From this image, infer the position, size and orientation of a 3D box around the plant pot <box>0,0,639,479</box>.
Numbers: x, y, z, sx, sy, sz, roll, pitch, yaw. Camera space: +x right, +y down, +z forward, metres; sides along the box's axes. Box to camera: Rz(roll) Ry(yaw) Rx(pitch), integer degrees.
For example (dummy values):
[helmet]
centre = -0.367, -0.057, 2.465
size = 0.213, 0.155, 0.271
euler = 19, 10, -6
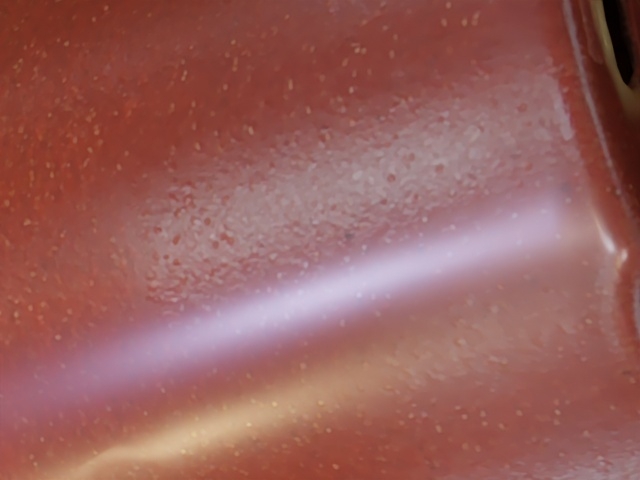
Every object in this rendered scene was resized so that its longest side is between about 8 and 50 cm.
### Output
[plant pot]
centre = 0.000, 0.000, 0.504
size = 0.265, 0.272, 0.272
euler = -19, -157, 32
